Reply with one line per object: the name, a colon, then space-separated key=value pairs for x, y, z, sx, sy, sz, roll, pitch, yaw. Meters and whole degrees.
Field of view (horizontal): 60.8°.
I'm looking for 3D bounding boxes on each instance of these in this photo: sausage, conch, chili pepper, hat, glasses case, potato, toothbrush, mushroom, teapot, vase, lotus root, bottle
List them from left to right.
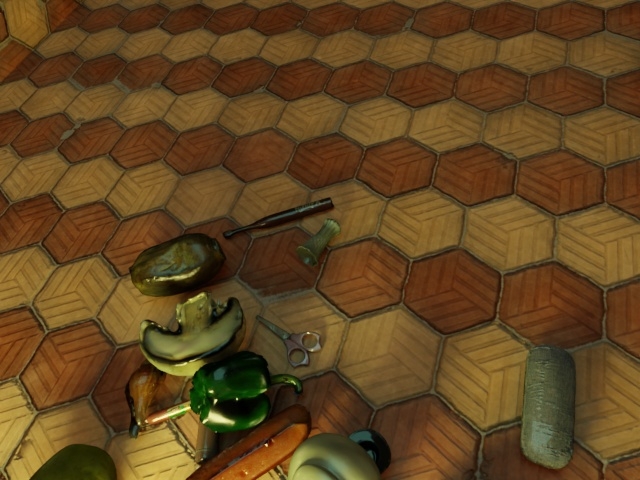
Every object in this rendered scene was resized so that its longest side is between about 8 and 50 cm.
potato: x=-0.554 y=0.596 z=1.169 sx=0.215 sy=0.216 sz=0.304 roll=1 pitch=55 yaw=13
conch: x=-0.457 y=0.381 z=1.395 sx=0.086 sy=0.080 sz=0.233 roll=-18 pitch=36 yaw=42
lotus root: x=-0.408 y=0.077 z=1.591 sx=0.274 sy=0.152 sz=0.160 roll=-20 pitch=47 yaw=4
sausage: x=-0.337 y=0.418 z=1.375 sx=0.223 sy=0.029 sz=0.029 roll=-20 pitch=50 yaw=-3
mushroom: x=-0.313 y=0.264 z=1.412 sx=0.267 sy=0.164 sz=0.189 roll=-25 pitch=55 yaw=-13
bottle: x=-0.268 y=0.465 z=1.307 sx=0.053 sy=0.053 sz=0.140 roll=-7 pitch=50 yaw=7
chili pepper: x=-0.174 y=0.354 z=1.304 sx=0.261 sy=0.174 sz=0.165 roll=-3 pitch=0 yaw=-35
sausage: x=-0.159 y=0.491 z=1.235 sx=0.330 sy=0.102 sz=0.102 roll=-31 pitch=52 yaw=-13
toothbrush: x=-0.133 y=-0.068 z=1.719 sx=0.364 sy=0.041 sz=0.041 roll=-17 pitch=50 yaw=-1
vase: x=0.000 y=0.000 z=1.614 sx=0.081 sy=0.081 sz=0.149 roll=23 pitch=56 yaw=27
teapot: x=0.056 y=0.543 z=1.091 sx=0.318 sy=0.220 sz=0.149 roll=36 pitch=24 yaw=22
hat: x=0.100 y=0.485 z=1.212 sx=0.121 sy=0.050 sz=0.121 roll=-5 pitch=46 yaw=5
glasses case: x=0.507 y=0.361 z=1.213 sx=0.109 sy=0.067 sz=0.282 roll=9 pitch=52 yaw=15

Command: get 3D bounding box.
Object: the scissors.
scissors: x=-0.095 y=0.256 z=1.459 sx=0.212 sy=0.021 sz=0.110 roll=28 pitch=65 yaw=30
